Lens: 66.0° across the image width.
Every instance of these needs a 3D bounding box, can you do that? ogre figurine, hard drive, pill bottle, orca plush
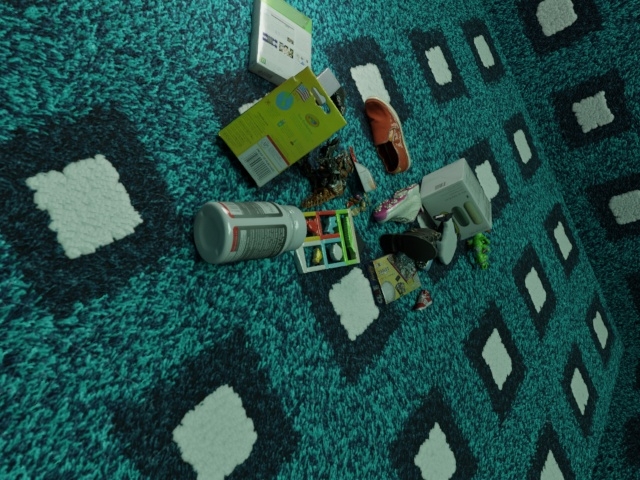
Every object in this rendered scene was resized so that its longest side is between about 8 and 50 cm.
[{"bbox_3d":[0.750,0.028,2.309,0.118,0.097,0.197,54,57,-34],"label":"ogre figurine"},{"bbox_3d":[0.098,-0.001,1.721,0.135,0.022,0.094,47,49,-23],"label":"hard drive"},{"bbox_3d":[-0.185,-0.027,1.348,0.283,0.161,0.161,-4,80,-46],"label":"pill bottle"},{"bbox_3d":[0.490,-0.021,2.035,0.151,0.102,0.287,-46,141,-9],"label":"orca plush"}]

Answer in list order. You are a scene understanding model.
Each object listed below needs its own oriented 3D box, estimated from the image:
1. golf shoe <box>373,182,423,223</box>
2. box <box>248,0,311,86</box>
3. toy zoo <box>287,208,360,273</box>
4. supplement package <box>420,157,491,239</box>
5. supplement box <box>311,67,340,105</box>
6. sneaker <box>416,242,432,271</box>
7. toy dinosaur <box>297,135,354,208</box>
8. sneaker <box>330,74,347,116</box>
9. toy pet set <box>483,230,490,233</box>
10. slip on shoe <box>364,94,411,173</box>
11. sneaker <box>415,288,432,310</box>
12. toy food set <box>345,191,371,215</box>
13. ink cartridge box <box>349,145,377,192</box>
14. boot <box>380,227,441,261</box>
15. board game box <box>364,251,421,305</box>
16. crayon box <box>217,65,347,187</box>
[{"bbox_3d":[0.318,-0.117,1.918,0.306,0.115,0.140,-35,105,-44],"label":"golf shoe"},{"bbox_3d":[-0.132,-0.678,1.695,0.232,0.058,0.322,18,66,-40],"label":"box"},{"bbox_3d":[0.000,0.000,1.597,0.293,0.030,0.192,-7,85,-40],"label":"toy zoo"},{"bbox_3d":[0.578,-0.165,2.095,0.262,0.199,0.198,52,34,-21],"label":"supplement package"},{"bbox_3d":[-0.066,-0.436,1.545,0.073,0.239,0.130,53,46,-19],"label":"supplement box"},{"bbox_3d":[0.431,0.055,2.021,0.073,0.063,0.162,52,47,-46],"label":"sneaker"},{"bbox_3d":[0.027,-0.219,1.643,0.322,0.164,0.218,-81,150,-54],"label":"toy dinosaur"},{"bbox_3d":[0.053,-0.538,1.838,0.089,0.051,0.170,30,53,-35],"label":"sneaker"},{"bbox_3d":[0.780,-0.072,2.413,0.122,0.065,0.114,58,10,-18],"label":"toy pet set"},{"bbox_3d":[0.259,-0.417,1.957,0.101,0.123,0.331,-34,106,-41],"label":"slip on shoe"},{"bbox_3d":[0.395,0.231,1.925,0.118,0.042,0.067,-20,95,-54],"label":"sneaker"},{"bbox_3d":[0.130,-0.134,1.802,0.122,0.019,0.078,-25,95,-38],"label":"toy food set"},{"bbox_3d":[0.158,-0.266,1.806,0.145,0.045,0.179,-38,110,-79],"label":"ink cartridge box"},{"bbox_3d":[0.379,-0.003,1.849,0.229,0.263,0.091,-12,111,-40],"label":"boot"},{"bbox_3d":[0.275,0.129,1.840,0.243,0.042,0.165,-17,89,-46],"label":"board game box"},{"bbox_3d":[-0.108,-0.328,1.431,0.202,0.318,0.081,54,9,-18],"label":"crayon box"}]
